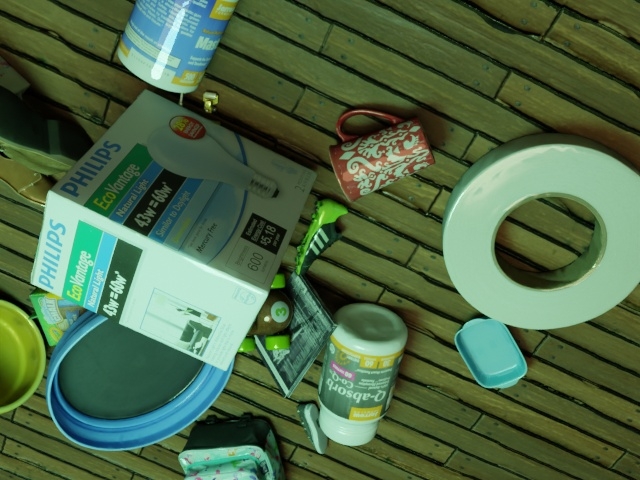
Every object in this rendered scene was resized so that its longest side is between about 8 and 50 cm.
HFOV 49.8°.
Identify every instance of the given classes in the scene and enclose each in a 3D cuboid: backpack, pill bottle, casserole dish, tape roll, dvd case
[{"bbox_3d":[-0.199,0.567,1.632,0.225,0.191,0.254,-8,121,11],"label":"backpack"},{"bbox_3d":[-0.220,-0.398,1.143,0.152,0.152,0.272,29,118,-7],"label":"pill bottle"},{"bbox_3d":[0.359,0.231,1.454,0.114,0.037,0.188,-25,110,20],"label":"casserole dish"},{"bbox_3d":[0.425,-0.009,1.301,0.391,0.072,0.392,4,118,7],"label":"tape roll"},{"bbox_3d":[-0.058,0.194,1.441,0.018,0.165,0.221,4,128,-43],"label":"dvd case"},{"bbox_3d":[0.081,0.284,1.451,0.162,0.162,0.279,10,118,3],"label":"pill bottle"}]

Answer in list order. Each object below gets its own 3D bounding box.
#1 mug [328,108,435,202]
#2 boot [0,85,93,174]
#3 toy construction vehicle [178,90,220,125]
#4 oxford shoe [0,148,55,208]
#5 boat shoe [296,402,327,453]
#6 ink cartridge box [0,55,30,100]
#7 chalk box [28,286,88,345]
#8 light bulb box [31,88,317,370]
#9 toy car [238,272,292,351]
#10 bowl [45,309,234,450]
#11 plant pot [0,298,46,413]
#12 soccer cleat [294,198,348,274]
[{"bbox_3d":[0.107,-0.165,1.244,0.169,0.113,0.150,-20,115,14],"label":"mug"},{"bbox_3d":[-0.570,-0.194,1.258,0.115,0.112,0.305,-20,152,25],"label":"boot"},{"bbox_3d":[-0.231,-0.233,1.296,0.085,0.035,0.098,13,118,1],"label":"toy construction vehicle"},{"bbox_3d":[-0.580,-0.124,1.385,0.212,0.076,0.076,30,107,-8],"label":"oxford shoe"},{"bbox_3d":[-0.018,0.437,1.614,0.040,0.049,0.142,-1,117,30],"label":"boat shoe"},{"bbox_3d":[-0.630,-0.291,1.292,0.092,0.090,0.143,-37,108,23],"label":"ink cartridge box"},{"bbox_3d":[-0.520,0.133,1.474,0.212,0.132,0.132,-5,117,9],"label":"chalk box"},{"bbox_3d":[-0.241,-0.028,1.207,0.360,0.358,0.225,25,129,-6],"label":"light bulb box"},{"bbox_3d":[-0.149,0.148,1.366,0.148,0.188,0.155,-6,87,16],"label":"toy car"},{"bbox_3d":[-0.374,0.267,1.444,0.391,0.077,0.391,-17,128,-24],"label":"bowl"},{"bbox_3d":[-0.790,0.279,1.539,0.239,0.254,0.254,-22,113,34],"label":"plant pot"},{"bbox_3d":[0.000,0.000,1.375,0.072,0.060,0.179,15,119,-15],"label":"soccer cleat"}]
